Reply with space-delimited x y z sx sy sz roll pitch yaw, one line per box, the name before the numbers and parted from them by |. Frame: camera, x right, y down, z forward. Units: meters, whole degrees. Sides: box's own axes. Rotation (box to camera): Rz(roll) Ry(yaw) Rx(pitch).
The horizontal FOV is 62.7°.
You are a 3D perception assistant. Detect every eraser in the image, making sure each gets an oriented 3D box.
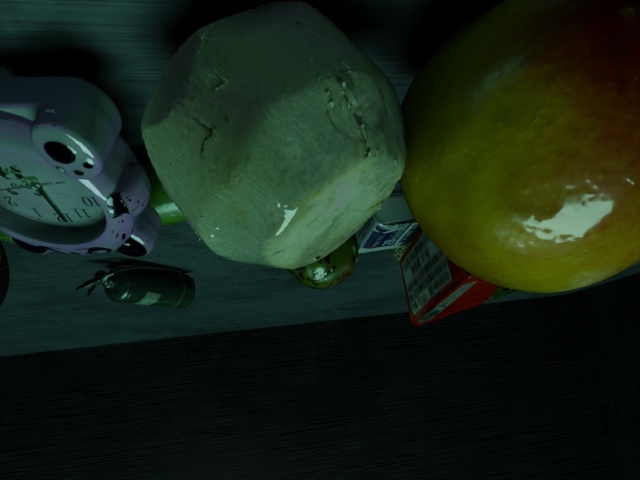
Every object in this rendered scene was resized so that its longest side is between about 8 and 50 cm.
eraser | 0.147 -0.032 1.091 0.124 0.068 0.210 -9 165 -10

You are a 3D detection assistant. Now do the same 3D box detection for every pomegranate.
pomegranate | 0.000 0.000 1.005 0.159 0.159 0.205 -5 136 -12

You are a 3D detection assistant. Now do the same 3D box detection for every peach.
peach | 0.218 -0.087 0.500 0.288 0.289 0.308 -2 -179 -20

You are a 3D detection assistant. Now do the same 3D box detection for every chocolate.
chocolate | 0.349 0.013 1.038 0.341 0.162 0.360 -17 160 -12

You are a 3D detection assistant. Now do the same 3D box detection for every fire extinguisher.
fire extinguisher | -0.433 0.106 1.258 0.118 0.093 0.294 -42 152 17

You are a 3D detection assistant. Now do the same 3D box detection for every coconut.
coconut | -0.045 -0.104 0.499 0.227 0.230 0.227 -32 158 -15

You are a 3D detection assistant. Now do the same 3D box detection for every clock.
clock | -0.301 -0.067 0.578 0.227 0.090 0.248 2 147 7

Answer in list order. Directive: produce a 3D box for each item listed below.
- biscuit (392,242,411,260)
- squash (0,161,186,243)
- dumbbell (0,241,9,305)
biscuit | 0.241 -0.004 1.233 0.082 0.071 0.168 -10 166 -34
squash | -0.322 -0.051 0.741 0.378 0.102 0.101 -8 164 8
dumbbell | -0.675 0.066 0.828 0.388 0.185 0.185 -10 164 8
